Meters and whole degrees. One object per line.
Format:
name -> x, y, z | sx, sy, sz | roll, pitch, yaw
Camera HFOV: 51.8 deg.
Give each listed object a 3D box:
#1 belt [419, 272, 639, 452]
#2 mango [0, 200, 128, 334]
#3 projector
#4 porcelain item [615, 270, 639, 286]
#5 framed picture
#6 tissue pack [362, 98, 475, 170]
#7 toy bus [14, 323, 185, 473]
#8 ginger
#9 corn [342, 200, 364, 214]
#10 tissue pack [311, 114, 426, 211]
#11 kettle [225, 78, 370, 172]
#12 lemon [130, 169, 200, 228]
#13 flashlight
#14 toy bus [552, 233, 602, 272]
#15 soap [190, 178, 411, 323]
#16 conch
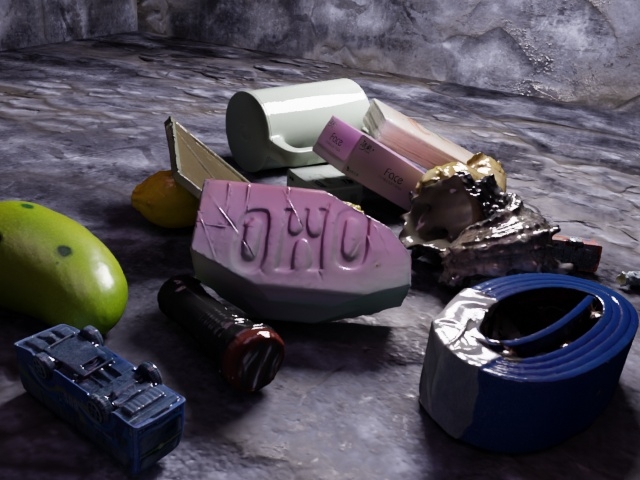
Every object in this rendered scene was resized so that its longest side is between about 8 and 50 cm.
belt -> 0.283, 0.145, 0.884 | 0.346, 0.117, 0.212 | -16, 35, -39
mango -> -0.395, 0.040, 0.946 | 0.293, 0.143, 0.175 | 28, 34, 22
projector -> 0.007, -0.114, 1.441 | 0.115, 0.061, 0.147 | -10, 30, -28
porcelain item -> 0.582, 0.070, 1.208 | 0.083, 0.028, 0.036 | -1, -8, -20
framed picture -> -0.192, -0.108, 1.257 | 0.247, 0.022, 0.335 | 40, 10, -28
tissue pack -> 0.260, -0.214, 1.554 | 0.325, 0.071, 0.170 | 25, 21, -18
toy bus -> -0.251, 0.170, 0.746 | 0.236, 0.094, 0.079 | 21, 36, 33
ginger -> 0.289, -0.092, 1.339 | 0.138, 0.152, 0.267 | -23, -8, 41
corn -> 0.000, 0.000, 1.176 | 0.086, 0.087, 0.288 | 19, 31, 26
tissue pack -> 0.123, -0.153, 1.394 | 0.246, 0.093, 0.148 | 26, 11, -35
kettle -> -0.040, -0.264, 1.623 | 0.317, 0.205, 0.265 | -13, 67, -36
lemon -> -0.280, -0.078, 1.245 | 0.154, 0.114, 0.114 | -3, 26, -7
flashlight -> -0.147, 0.119, 0.899 | 0.092, 0.093, 0.232 | -15, 27, -37
toy bus -> 0.430, 0.013, 1.261 | 0.192, 0.065, 0.077 | 9, 18, 5
soap -> -0.028, 0.022, 1.002 | 0.323, 0.109, 0.193 | 7, 62, -2
conch -> 0.269, 0.007, 1.141 | 0.313, 0.186, 0.240 | 28, 45, 32
